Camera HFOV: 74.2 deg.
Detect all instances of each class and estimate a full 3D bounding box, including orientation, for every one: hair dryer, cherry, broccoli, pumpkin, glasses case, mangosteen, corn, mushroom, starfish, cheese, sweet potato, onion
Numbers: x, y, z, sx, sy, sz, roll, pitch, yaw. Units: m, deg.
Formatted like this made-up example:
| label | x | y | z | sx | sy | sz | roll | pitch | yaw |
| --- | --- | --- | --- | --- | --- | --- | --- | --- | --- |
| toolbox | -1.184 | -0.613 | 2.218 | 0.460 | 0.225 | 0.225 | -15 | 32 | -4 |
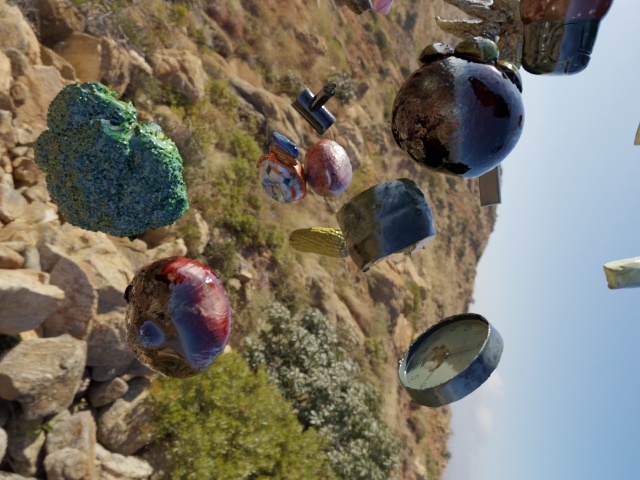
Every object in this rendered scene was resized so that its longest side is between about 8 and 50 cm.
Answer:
| label | x | y | z | sx | sy | sz | roll | pitch | yaw |
| --- | --- | --- | --- | --- | --- | --- | --- | --- | --- |
| hair dryer | 0.007 | -0.363 | 1.137 | 0.128 | 0.070 | 0.255 | 44 | -8 | -15 |
| cherry | 0.026 | -0.247 | 1.509 | 0.250 | 0.174 | 0.192 | -94 | 177 | -48 |
| broccoli | -0.359 | -0.151 | 0.755 | 0.269 | 0.253 | 0.270 | -174 | -90 | -86 |
| pumpkin | 0.136 | -0.019 | 0.920 | 0.280 | 0.189 | 0.140 | 81 | -16 | -75 |
| glasses case | 0.594 | -0.217 | 1.490 | 0.042 | 0.071 | 0.191 | 0 | 86 | -59 |
| mangosteen | 0.306 | -0.288 | 0.935 | 0.300 | 0.299 | 0.301 | -1 | 90 | -72 |
| corn | 0.000 | 0.000 | 1.450 | 0.106 | 0.292 | 0.107 | -8 | 101 | -45 |
| mushroom | 0.775 | 0.059 | 0.951 | 0.107 | 0.332 | 0.088 | 125 | -43 | -80 |
| starfish | 0.411 | -0.515 | 1.013 | 0.301 | 0.293 | 0.084 | -51 | -167 | 55 |
| cheese | -0.127 | -0.237 | 1.424 | 0.129 | 0.216 | 0.329 | -54 | 173 | -24 |
| sweet potato | 0.050 | -0.701 | 1.098 | 0.244 | 0.077 | 0.077 | 53 | 33 | -23 |
| onion | -0.331 | 0.168 | 0.886 | 0.195 | 0.271 | 0.273 | -9 | 98 | -63 |

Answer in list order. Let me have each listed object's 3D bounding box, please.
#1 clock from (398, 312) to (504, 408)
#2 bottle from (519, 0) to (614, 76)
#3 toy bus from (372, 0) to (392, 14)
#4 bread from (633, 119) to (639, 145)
| label | x | y | z | sx | sy | sz | roll | pitch | yaw |
| --- | --- | --- | --- | --- | --- | --- | --- | --- | --- |
| clock | 0.354 | 0.325 | 1.186 | 0.061 | 0.312 | 0.313 | 50 | 28 | -8 |
| bottle | 0.393 | -0.434 | 0.654 | 0.144 | 0.143 | 0.337 | -50 | 142 | -63 |
| toy bus | 0.207 | -0.807 | 1.317 | 0.090 | 0.063 | 0.204 | 118 | -15 | -76 |
| bread | 0.981 | -0.322 | 1.162 | 0.060 | 0.178 | 0.140 | 27 | 80 | -49 |
